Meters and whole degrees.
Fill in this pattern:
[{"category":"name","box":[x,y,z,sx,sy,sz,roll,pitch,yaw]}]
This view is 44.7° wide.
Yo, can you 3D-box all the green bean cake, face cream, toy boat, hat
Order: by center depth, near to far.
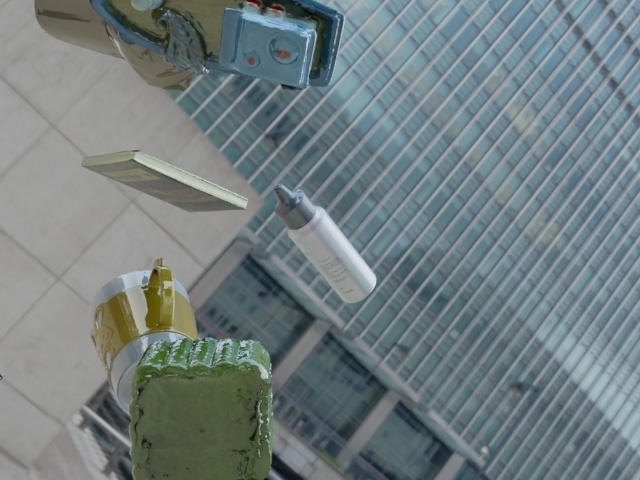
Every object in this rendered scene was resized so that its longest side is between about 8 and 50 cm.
[{"category":"toy boat","box":[-0.101,-0.202,0.742,0.238,0.098,0.109,14,-59,2]},{"category":"hat","box":[-0.246,-0.258,0.947,0.144,0.173,0.166,56,-35,36]},{"category":"green bean cake","box":[-0.167,0.251,1.108,0.113,0.200,0.214,-103,-169,-76]},{"category":"face cream","box":[0.000,0.000,1.567,0.092,0.092,0.311,21,-24,53]}]

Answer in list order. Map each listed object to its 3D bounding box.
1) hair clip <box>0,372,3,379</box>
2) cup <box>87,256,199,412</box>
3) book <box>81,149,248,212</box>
[{"category":"hair clip","box":[-0.417,0.092,0.897,0.116,0.049,0.172,51,-27,30]},{"category":"cup","box":[-0.288,0.157,1.331,0.185,0.241,0.226,4,29,-26]},{"category":"book","box":[-0.254,-0.093,1.276,0.160,0.024,0.228,0,-17,44]}]
